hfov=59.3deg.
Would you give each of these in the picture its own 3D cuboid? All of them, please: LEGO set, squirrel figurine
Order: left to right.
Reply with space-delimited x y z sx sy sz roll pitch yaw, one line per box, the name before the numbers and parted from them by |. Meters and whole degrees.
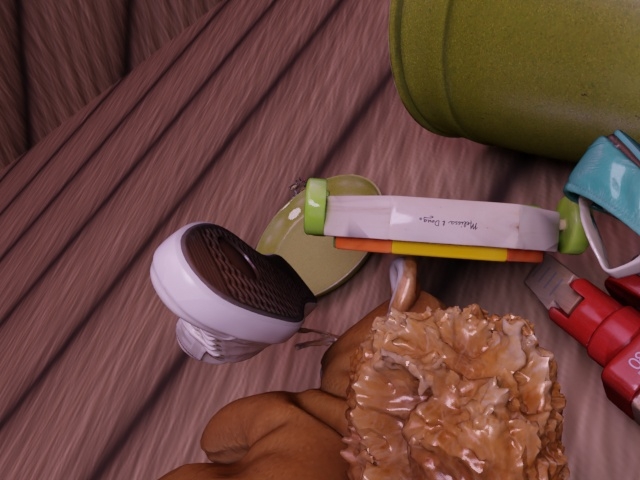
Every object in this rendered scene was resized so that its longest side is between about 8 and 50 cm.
LEGO set | -0.028 -0.091 1.007 0.054 0.023 0.083 -34 25 9
squirrel figurine | 0.053 0.186 0.457 0.370 0.281 0.397 -43 7 -32

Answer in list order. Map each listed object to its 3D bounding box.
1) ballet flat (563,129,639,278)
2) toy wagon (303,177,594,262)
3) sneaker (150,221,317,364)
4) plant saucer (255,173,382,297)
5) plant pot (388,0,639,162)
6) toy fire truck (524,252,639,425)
ballet flat | 0.258 0.011 0.408 0.087 0.083 0.247 -55 29 27
toy wagon | 0.121 -0.017 0.638 0.268 0.344 0.068 5 90 2
sneaker | -0.083 0.068 0.484 0.123 0.290 0.106 -39 76 2
plant saucer | 0.000 0.000 0.876 0.241 0.037 0.240 -24 42 23
plant pot | 0.326 -0.226 0.581 0.366 0.366 0.353 -48 49 -6
toy fire truck | 0.300 0.038 0.502 0.217 0.158 0.246 -44 47 -1
